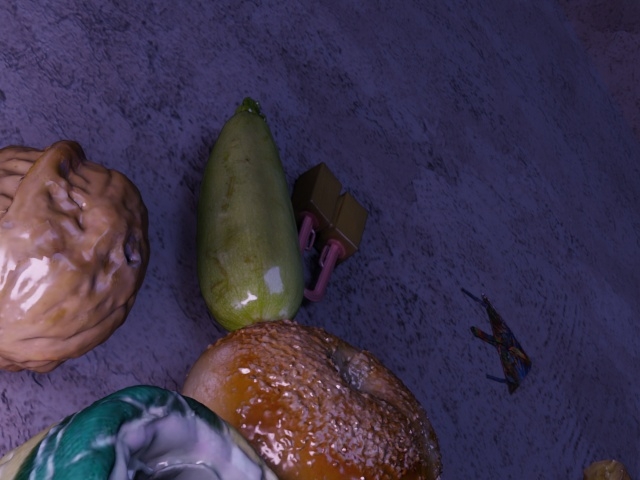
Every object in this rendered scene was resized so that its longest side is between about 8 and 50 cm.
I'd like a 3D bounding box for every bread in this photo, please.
[{"bbox_3d":[-0.001,0.190,1.545,0.305,0.159,0.305,32,16,-10],"label":"bread"}]

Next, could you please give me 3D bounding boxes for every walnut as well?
[{"bbox_3d":[-0.250,0.014,1.343,0.198,0.198,0.245,48,29,-17],"label":"walnut"}]

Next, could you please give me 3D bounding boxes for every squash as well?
[{"bbox_3d":[-0.088,-0.032,1.754,0.118,0.118,0.370,36,30,-35],"label":"squash"}]

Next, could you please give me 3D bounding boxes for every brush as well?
[{"bbox_3d":[0.000,0.000,1.936,0.103,0.047,0.233,47,28,-18],"label":"brush"}]

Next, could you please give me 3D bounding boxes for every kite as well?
[{"bbox_3d":[0.273,0.156,2.262,0.160,0.010,0.183,29,37,-42],"label":"kite"}]

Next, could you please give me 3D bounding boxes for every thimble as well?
[{"bbox_3d":[-0.143,0.264,1.266,0.288,0.167,0.254,31,37,-40],"label":"thimble"}]

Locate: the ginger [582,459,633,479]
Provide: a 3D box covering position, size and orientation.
[{"bbox_3d":[0.531,0.456,2.173,0.375,0.166,0.236,54,16,16],"label":"ginger"}]
